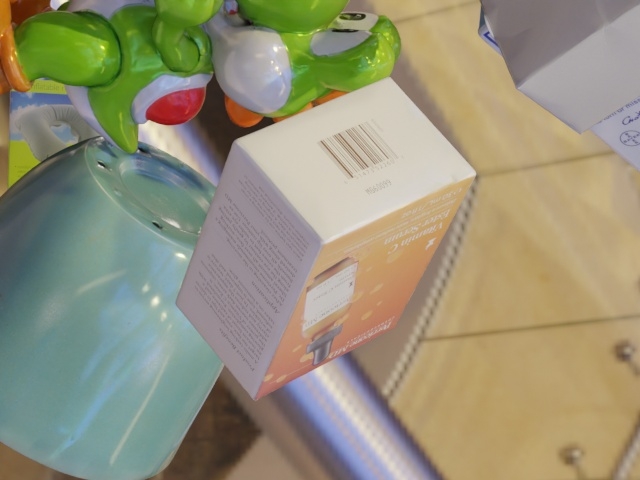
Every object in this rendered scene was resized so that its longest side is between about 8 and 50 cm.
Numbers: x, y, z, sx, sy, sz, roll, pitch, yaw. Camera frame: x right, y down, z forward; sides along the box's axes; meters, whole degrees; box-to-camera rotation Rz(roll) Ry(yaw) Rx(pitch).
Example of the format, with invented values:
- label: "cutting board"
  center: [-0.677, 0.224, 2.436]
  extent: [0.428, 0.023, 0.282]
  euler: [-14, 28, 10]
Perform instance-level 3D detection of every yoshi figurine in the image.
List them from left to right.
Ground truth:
- label: "yoshi figurine"
  center: [-0.114, -0.205, 1.463]
  extent: [0.203, 0.362, 0.203]
  euler: [71, 23, -63]

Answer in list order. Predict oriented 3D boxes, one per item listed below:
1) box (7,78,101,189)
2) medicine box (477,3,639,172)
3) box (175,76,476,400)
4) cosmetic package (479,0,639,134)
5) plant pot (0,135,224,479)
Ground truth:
- label: "box"
  center: [-0.266, -0.140, 1.809]
  extent: [0.042, 0.109, 0.178]
  euler: [-103, -164, -80]
- label: "medicine box"
  center: [0.302, -0.241, 1.678]
  extent: [0.289, 0.149, 0.263]
  euler: [36, 43, -29]
- label: "box"
  center: [0.000, 0.000, 1.109]
  extent: [0.130, 0.170, 0.091]
  euler: [-26, 64, -34]
- label: "cosmetic package"
  center: [0.234, -0.195, 1.225]
  extent: [0.107, 0.238, 0.127]
  euler: [25, 41, -45]
- label: "plant pot"
  center: [-0.201, 0.044, 1.659]
  extent: [0.293, 0.235, 0.293]
  euler: [31, 21, -13]
